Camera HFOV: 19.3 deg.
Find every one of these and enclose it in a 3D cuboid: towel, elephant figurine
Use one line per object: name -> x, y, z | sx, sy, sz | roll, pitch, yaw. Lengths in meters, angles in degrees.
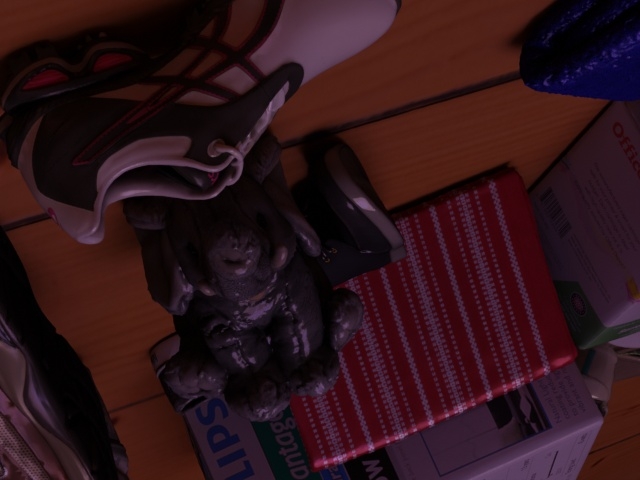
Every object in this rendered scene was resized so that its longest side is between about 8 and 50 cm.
towel -> 0.086, 0.069, 1.687 | 0.275, 0.199, 0.031 | -22, -166, -12
elephant figurine -> -0.061, 0.004, 1.383 | 0.169, 0.186, 0.239 | -54, 145, -30
towel -> 0.318, -0.173, 1.494 | 0.227, 0.076, 0.308 | -40, 156, 31

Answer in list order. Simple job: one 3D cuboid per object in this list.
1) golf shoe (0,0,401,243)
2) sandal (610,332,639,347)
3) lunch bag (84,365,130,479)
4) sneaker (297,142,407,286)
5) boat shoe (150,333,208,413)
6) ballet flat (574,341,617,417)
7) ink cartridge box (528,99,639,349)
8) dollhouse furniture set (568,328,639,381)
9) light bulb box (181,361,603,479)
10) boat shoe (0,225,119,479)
golf shoe -> -0.062, -0.088, 1.180 | 0.273, 0.120, 0.105 | -23, 159, -12
sandal -> 0.381, -0.050, 1.821 | 0.169, 0.102, 0.416 | 5, 137, -17
lunch bag -> -0.298, 0.266, 1.577 | 0.305, 0.256, 0.212 | -29, 160, 10
sneaker -> 0.000, 0.000, 1.523 | 0.118, 0.083, 0.222 | -29, 162, 1
boat shoe -> -0.044, 0.090, 1.718 | 0.219, 0.070, 0.078 | -26, 161, 1
ballet flat -> 0.275, 0.153, 2.027 | 0.086, 0.086, 0.248 | -24, 169, -7
ink cartridge box -> 0.286, -0.021, 1.718 | 0.093, 0.154, 0.212 | -14, 157, -31
dollhouse furniture set -> 0.331, 0.066, 2.134 | 0.197, 0.151, 0.301 | 11, 161, -28
light bulb box -> 0.061, 0.201, 1.899 | 0.361, 0.225, 0.358 | -23, 161, -7
boat shoe -> -0.237, 0.117, 1.364 | 0.120, 0.122, 0.324 | -19, 125, 4
